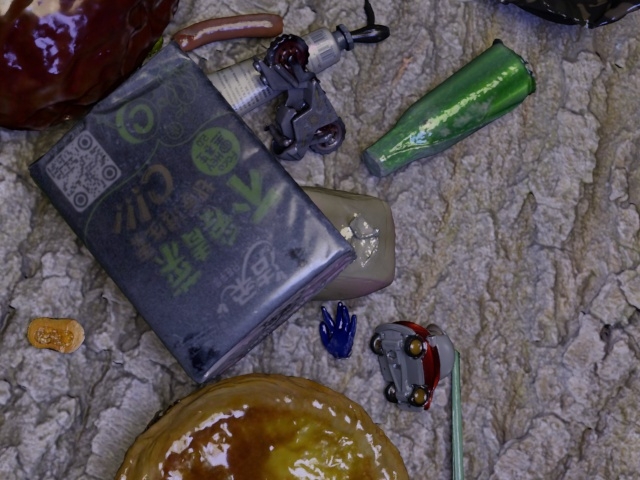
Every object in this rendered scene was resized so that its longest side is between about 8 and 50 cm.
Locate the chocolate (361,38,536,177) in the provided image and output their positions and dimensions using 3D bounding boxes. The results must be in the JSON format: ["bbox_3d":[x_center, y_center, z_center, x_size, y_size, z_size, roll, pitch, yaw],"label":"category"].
[{"bbox_3d":[0.195,-0.195,1.848,0.291,0.110,0.110,-34,92,-13],"label":"chocolate"}]

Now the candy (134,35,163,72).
[{"bbox_3d":[-0.274,-0.263,1.774,0.035,0.035,0.123,25,86,1],"label":"candy"}]

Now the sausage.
[{"bbox_3d":[-0.142,-0.320,1.805,0.177,0.040,0.047,-11,92,-15],"label":"sausage"}]

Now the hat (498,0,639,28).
[{"bbox_3d":[0.452,-0.502,1.947,0.382,0.257,0.366,-20,69,-51],"label":"hat"}]

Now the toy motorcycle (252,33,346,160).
[{"bbox_3d":[-0.044,-0.206,1.772,0.122,0.080,0.215,-35,127,-9],"label":"toy motorcycle"}]

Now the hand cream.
[{"bbox_3d":[-0.077,-0.257,1.809,0.276,0.059,0.095,-27,91,-10],"label":"hand cream"}]

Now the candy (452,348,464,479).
[{"bbox_3d":[0.210,0.332,1.800,0.093,0.092,0.335,-1,74,1],"label":"candy"}]

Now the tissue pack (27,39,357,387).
[{"bbox_3d":[-0.180,-0.037,1.638,0.288,0.124,0.394,-41,79,4],"label":"tissue pack"}]

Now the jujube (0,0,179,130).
[{"bbox_3d":[-0.361,-0.327,1.639,0.276,0.276,0.377,40,71,-6],"label":"jujube"}]

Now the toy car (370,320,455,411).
[{"bbox_3d":[0.153,0.183,1.789,0.112,0.112,0.139,-14,96,-31],"label":"toy car"}]

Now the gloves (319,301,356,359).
[{"bbox_3d":[0.025,0.135,1.780,0.064,0.026,0.086,13,109,28],"label":"gloves"}]

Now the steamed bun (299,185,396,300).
[{"bbox_3d":[0.000,0.000,1.741,0.239,0.152,0.170,5,81,-16],"label":"steamed bun"}]

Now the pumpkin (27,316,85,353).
[{"bbox_3d":[-0.379,0.135,1.691,0.083,0.028,0.050,12,82,-4],"label":"pumpkin"}]

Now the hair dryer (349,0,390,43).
[{"bbox_3d":[0.066,-0.351,1.875,0.079,0.031,0.083,-7,71,-6],"label":"hair dryer"}]

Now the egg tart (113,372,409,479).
[{"bbox_3d":[-0.088,0.405,1.653,0.443,0.178,0.443,1,83,-12],"label":"egg tart"}]
